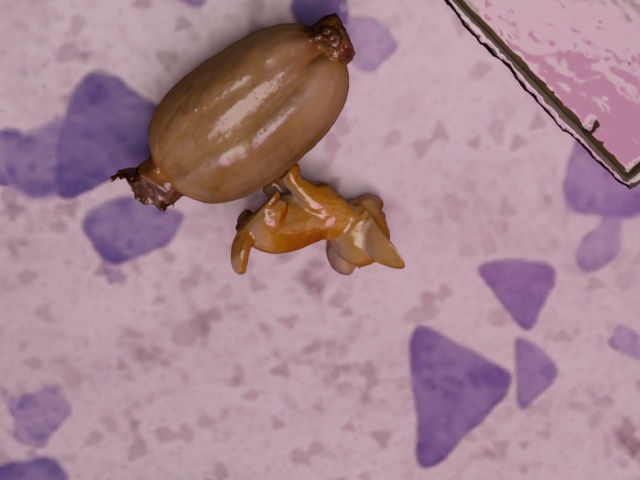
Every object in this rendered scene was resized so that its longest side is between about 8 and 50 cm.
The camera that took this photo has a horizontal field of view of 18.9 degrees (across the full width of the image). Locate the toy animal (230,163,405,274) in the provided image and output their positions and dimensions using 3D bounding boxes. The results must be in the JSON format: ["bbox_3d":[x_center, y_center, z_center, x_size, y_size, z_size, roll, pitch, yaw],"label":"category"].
[{"bbox_3d":[0.000,0.000,1.045,0.083,0.060,0.081,36,64,-14],"label":"toy animal"}]

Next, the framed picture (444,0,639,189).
[{"bbox_3d":[0.148,-0.176,1.009,0.192,0.018,0.265,-42,108,11],"label":"framed picture"}]

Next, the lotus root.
[{"bbox_3d":[-0.042,-0.064,1.013,0.150,0.062,0.073,-36,89,11],"label":"lotus root"}]
